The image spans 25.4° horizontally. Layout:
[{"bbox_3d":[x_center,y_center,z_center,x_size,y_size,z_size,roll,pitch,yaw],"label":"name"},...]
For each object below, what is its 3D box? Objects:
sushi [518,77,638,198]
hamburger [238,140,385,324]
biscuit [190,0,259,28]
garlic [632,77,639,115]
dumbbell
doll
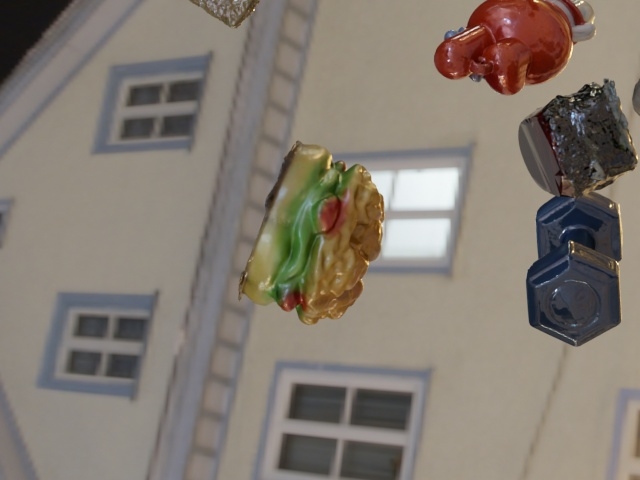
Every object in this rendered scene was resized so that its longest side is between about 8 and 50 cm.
[{"bbox_3d":[0.344,-0.133,1.882,0.225,0.126,0.136,-132,23,-87],"label":"sushi"},{"bbox_3d":[0.000,0.000,1.756,0.237,0.149,0.237,23,-90,-87],"label":"hamburger"},{"bbox_3d":[-0.088,-0.389,1.759,0.237,0.131,0.026,-56,-14,3],"label":"biscuit"},{"bbox_3d":[0.355,-0.162,1.456,0.152,0.066,0.084,79,-162,-70],"label":"garlic"},{"bbox_3d":[0.406,0.034,2.254,0.325,0.144,0.160,-61,-36,-64],"label":"dumbbell"},{"bbox_3d":[0.278,-0.283,2.009,0.290,0.161,0.129,-32,-40,-41],"label":"doll"}]
